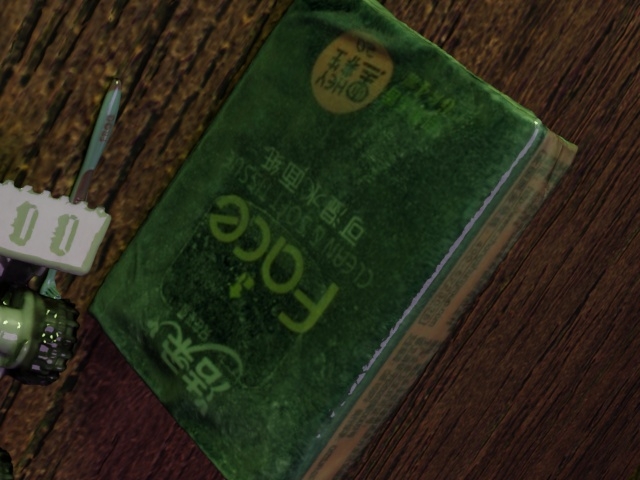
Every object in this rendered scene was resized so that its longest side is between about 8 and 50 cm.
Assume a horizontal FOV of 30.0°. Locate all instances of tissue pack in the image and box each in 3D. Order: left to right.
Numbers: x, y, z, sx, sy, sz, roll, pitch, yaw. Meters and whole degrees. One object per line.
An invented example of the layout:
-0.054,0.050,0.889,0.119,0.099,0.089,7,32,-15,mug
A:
0.000,0.000,0.836,0.103,0.228,0.316,19,109,-54,tissue pack

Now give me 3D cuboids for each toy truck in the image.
-0.242,0.076,0.753,0.136,0.111,0.286,17,108,-36,toy truck

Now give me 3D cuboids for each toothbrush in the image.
-0.166,-0.024,0.819,0.013,0.019,0.193,-4,124,-45,toothbrush
